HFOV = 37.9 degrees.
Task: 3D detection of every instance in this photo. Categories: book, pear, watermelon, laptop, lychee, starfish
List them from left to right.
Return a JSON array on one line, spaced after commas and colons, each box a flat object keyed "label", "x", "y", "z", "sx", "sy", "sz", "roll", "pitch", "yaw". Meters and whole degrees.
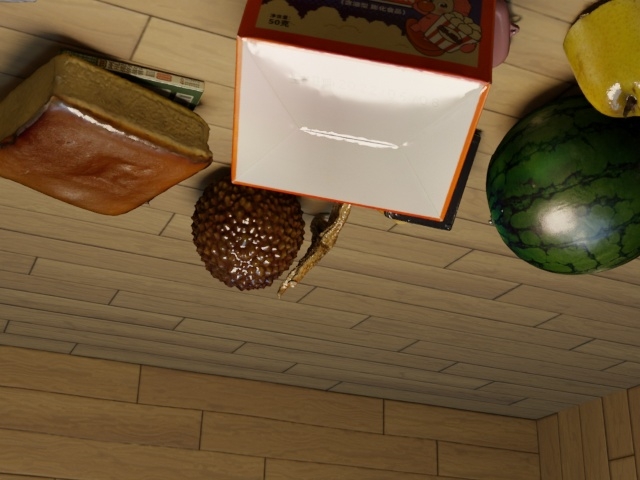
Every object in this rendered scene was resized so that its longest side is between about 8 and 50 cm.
[{"label": "book", "x": -0.371, "y": -0.266, "z": 1.744, "sx": 0.264, "sy": 0.027, "sz": 0.202, "roll": 10, "pitch": 155, "yaw": -21}, {"label": "lychee", "x": -0.158, "y": -0.012, "z": 2.033, "sx": 0.267, "sy": 0.268, "sz": 0.267, "roll": 1, "pitch": 156, "yaw": 0}, {"label": "starfish", "x": 0.003, "y": 0.003, "z": 2.062, "sx": 0.060, "sy": 0.302, "sz": 0.299, "roll": 34, "pitch": 166, "yaw": -10}, {"label": "laptop", "x": 0.221, "y": -0.128, "z": 1.847, "sx": 0.153, "sy": 0.207, "sz": 0.026, "roll": 12, "pitch": -167, "yaw": -20}, {"label": "watermelon", "x": 0.477, "y": -0.101, "z": 1.712, "sx": 0.363, "sy": 0.363, "sz": 0.363, "roll": 1, "pitch": 156, "yaw": 0}, {"label": "pear", "x": 0.532, "y": -0.276, "z": 1.507, "sx": 0.266, "sy": 0.178, "sz": 0.267, "roll": -2, "pitch": 159, "yaw": -1}]

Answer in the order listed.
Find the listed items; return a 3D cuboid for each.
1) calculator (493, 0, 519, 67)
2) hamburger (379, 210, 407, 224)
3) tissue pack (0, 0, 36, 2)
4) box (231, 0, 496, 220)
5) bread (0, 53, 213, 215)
[{"label": "calculator", "x": 0.163, "y": -0.331, "z": 1.548, "sx": 0.329, "sy": 0.048, "sz": 0.220, "roll": -4, "pitch": 153, "yaw": 12}, {"label": "hamburger", "x": 0.168, "y": -0.111, "z": 1.926, "sx": 0.147, "sy": 0.138, "sz": 0.083, "roll": -42, "pitch": 142, "yaw": 3}, {"label": "tissue pack", "x": -0.519, "y": -0.460, "z": 1.217, "sx": 0.259, "sy": 0.122, "sz": 0.361, "roll": 5, "pitch": 158, "yaw": -4}, {"label": "box", "x": 0.060, "y": -0.244, "z": 1.401, "sx": 0.348, "sy": 0.257, "sz": 0.319, "roll": 10, "pitch": 143, "yaw": 1}, {"label": "bread", "x": -0.419, "y": -0.180, "z": 1.731, "sx": 0.333, "sy": 0.143, "sz": 0.323, "roll": 20, "pitch": 149, "yaw": -37}]
